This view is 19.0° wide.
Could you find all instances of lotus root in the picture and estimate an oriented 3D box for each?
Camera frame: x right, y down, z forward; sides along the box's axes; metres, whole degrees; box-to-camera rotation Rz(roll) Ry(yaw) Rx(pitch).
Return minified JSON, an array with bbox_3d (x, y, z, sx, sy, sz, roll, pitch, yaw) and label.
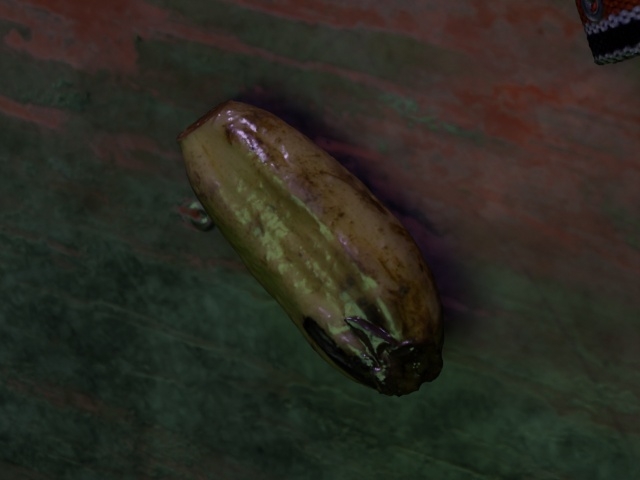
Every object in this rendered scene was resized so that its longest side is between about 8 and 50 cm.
[{"bbox_3d":[0.000,0.000,1.364,0.110,0.097,0.258,-44,80,28],"label":"lotus root"}]

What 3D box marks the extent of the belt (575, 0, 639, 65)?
[{"bbox_3d":[0.303,-0.188,1.100,0.359,0.126,0.094,-17,101,34],"label":"belt"}]
